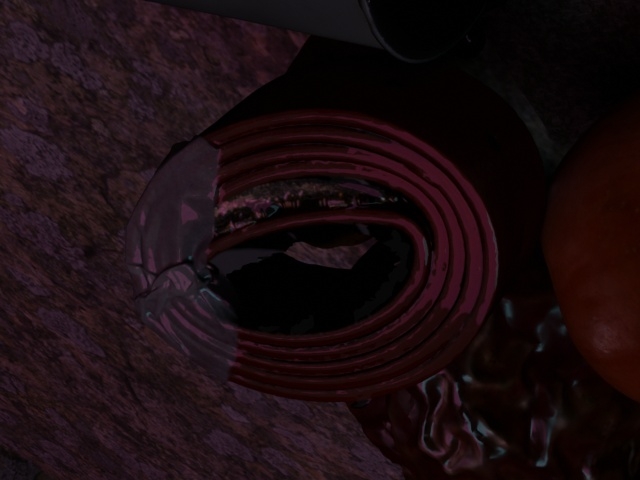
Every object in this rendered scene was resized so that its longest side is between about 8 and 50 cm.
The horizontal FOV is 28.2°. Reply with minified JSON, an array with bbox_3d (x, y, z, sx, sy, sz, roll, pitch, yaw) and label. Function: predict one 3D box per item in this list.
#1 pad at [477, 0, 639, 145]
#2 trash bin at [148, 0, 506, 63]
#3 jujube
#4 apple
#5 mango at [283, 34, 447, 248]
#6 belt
[{"bbox_3d":[0.183,-0.166,0.950,0.158,0.003,0.235,-7,130,49],"label":"pad"},{"bbox_3d":[-0.027,-0.247,0.831,0.262,0.217,0.277,16,152,29],"label":"trash bin"},{"bbox_3d":[0.172,0.137,1.130,0.276,0.276,0.377,8,137,38],"label":"jujube"},{"bbox_3d":[0.265,0.007,0.888,0.242,0.242,0.241,38,151,-5],"label":"apple"},{"bbox_3d":[0.031,-0.087,1.050,0.136,0.166,0.236,20,135,1],"label":"mango"},{"bbox_3d":[0.000,0.000,0.913,0.324,0.115,0.227,-19,105,36],"label":"belt"}]
